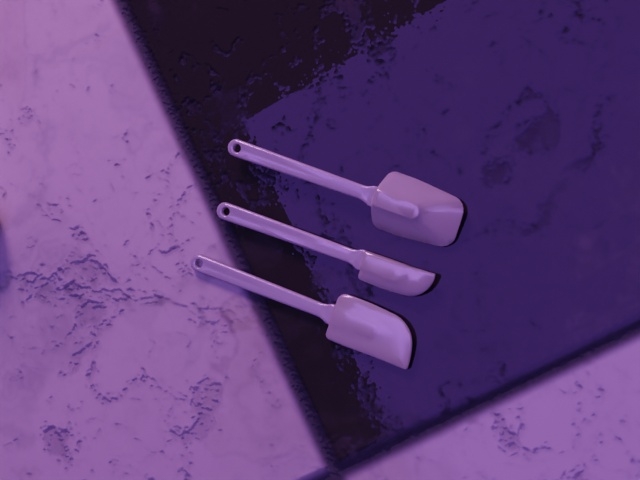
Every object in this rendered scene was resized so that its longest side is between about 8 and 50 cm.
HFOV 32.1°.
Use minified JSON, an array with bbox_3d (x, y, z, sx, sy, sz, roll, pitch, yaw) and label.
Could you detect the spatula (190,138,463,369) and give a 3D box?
[{"bbox_3d":[0.000,0.000,1.046,0.242,0.019,0.168,21,99,21],"label":"spatula"}]
